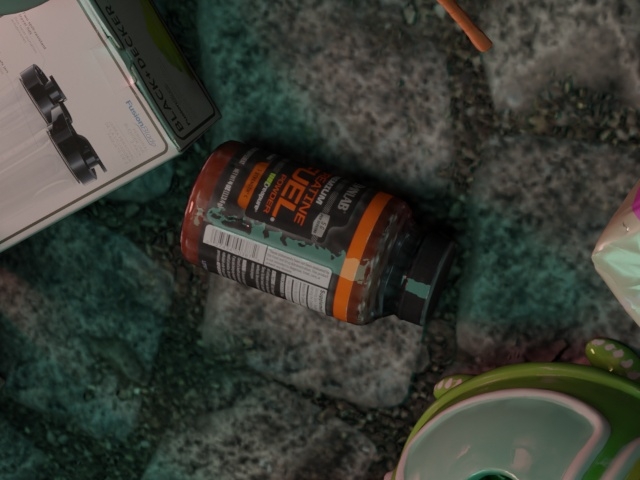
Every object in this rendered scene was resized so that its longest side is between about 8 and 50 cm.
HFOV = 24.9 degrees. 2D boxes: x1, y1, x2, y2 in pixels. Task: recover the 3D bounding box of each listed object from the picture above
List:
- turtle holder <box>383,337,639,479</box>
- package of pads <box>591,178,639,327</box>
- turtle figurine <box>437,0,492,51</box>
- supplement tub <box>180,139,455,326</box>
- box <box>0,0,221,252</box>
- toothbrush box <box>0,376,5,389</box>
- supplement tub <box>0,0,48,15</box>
[{"bbox_3d":[0.194,0.230,1.067,0.320,0.227,0.243,14,116,14],"label":"turtle holder"},{"bbox_3d":[0.327,-0.067,0.890,0.296,0.229,0.101,-36,90,29],"label":"package of pads"},{"bbox_3d":[0.113,-0.281,0.958,0.217,0.087,0.270,-27,93,20],"label":"turtle figurine"},{"bbox_3d":[0.000,0.000,1.110,0.197,0.106,0.106,19,117,11],"label":"supplement tub"},{"bbox_3d":[-0.244,-0.094,1.168,0.290,0.087,0.169,-27,101,28],"label":"box"},{"bbox_3d":[-0.464,0.117,1.267,0.295,0.216,0.126,39,121,-1],"label":"toothbrush box"},{"bbox_3d":[-0.288,-0.316,1.005,0.316,0.193,0.194,40,121,20],"label":"supplement tub"}]
